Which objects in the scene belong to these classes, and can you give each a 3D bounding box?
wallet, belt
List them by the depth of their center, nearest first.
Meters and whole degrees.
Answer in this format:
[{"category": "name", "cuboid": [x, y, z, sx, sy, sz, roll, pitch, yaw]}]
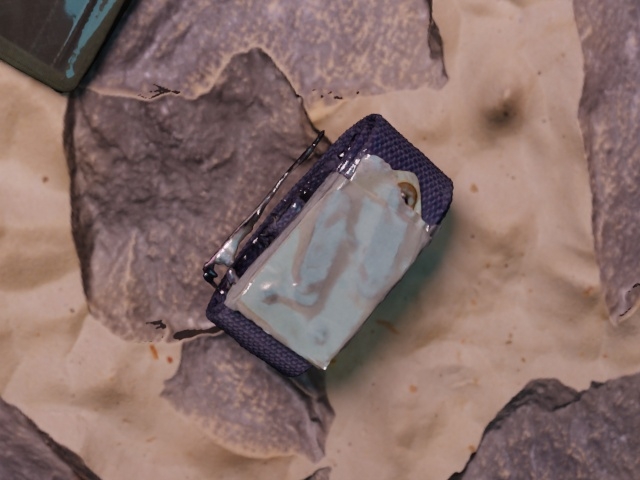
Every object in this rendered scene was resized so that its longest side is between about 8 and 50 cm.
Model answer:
[{"category": "wallet", "cuboid": [-0.215, -0.260, 0.937, 0.168, 0.052, 0.245, 31, 99, -10]}, {"category": "belt", "cuboid": [0.000, 0.000, 0.977, 0.126, 0.139, 0.230, 40, 97, -15]}]
